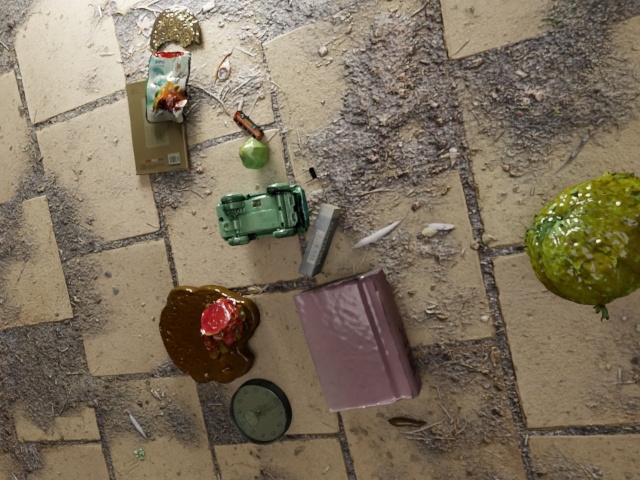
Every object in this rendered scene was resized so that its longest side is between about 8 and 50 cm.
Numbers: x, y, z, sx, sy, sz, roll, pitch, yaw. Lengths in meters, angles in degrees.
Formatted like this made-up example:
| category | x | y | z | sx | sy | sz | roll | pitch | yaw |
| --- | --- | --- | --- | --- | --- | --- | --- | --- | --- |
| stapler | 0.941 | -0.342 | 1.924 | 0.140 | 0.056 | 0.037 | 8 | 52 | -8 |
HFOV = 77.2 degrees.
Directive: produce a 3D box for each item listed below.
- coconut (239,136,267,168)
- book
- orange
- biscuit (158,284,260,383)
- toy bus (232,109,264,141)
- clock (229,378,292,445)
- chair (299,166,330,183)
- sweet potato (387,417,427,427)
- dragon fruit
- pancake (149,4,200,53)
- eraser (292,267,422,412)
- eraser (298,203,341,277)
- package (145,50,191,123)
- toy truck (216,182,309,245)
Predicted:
| category | x | y | z | sx | sy | sz | roll | pitch | yaw |
| --- | --- | --- | --- | --- | --- | --- | --- | --- | --- |
| coconut | -0.204 | -0.264 | 1.214 | 0.088 | 0.088 | 0.096 | -2 | 101 | 18 |
| book | -0.546 | -0.384 | 1.345 | 0.217 | 0.021 | 0.310 | -2 | 95 | 19 |
| orange | 0.589 | -0.010 | 0.862 | 0.223 | 0.300 | 0.301 | 31 | 127 | -5 |
| biscuit | -0.362 | 0.301 | 1.331 | 0.381 | 0.074 | 0.359 | -21 | 90 | 17 |
| toy bus | -0.222 | -0.354 | 1.237 | 0.110 | 0.031 | 0.043 | 43 | 113 | 9 |
| clock | -0.200 | 0.566 | 1.321 | 0.215 | 0.042 | 0.215 | 2 | 96 | 18 |
| chair | -0.018 | -0.198 | 1.183 | 0.086 | 0.037 | 0.042 | -16 | 102 | 23 |
| sweet potato | 0.254 | 0.537 | 1.179 | 0.115 | 0.026 | 0.026 | -3 | 95 | 20 |
| dragon fruit | -0.298 | 0.273 | 1.214 | 0.133 | 0.150 | 0.207 | 26 | 112 | 45 |
| pancake | -0.466 | -0.661 | 1.290 | 0.190 | 0.020 | 0.184 | 36 | 105 | 13 |
| eraser | 0.104 | 0.284 | 1.154 | 0.272 | 0.122 | 0.359 | -19 | 89 | 21 |
| eraser | 0.000 | 0.000 | 1.169 | 0.046 | 0.092 | 0.212 | 22 | 102 | 15 |
| package | -0.494 | -0.490 | 1.286 | 0.166 | 0.040 | 0.232 | 10 | 98 | 18 |
| toy truck | -0.171 | -0.076 | 1.183 | 0.279 | 0.156 | 0.155 | -9 | 93 | 18 |
